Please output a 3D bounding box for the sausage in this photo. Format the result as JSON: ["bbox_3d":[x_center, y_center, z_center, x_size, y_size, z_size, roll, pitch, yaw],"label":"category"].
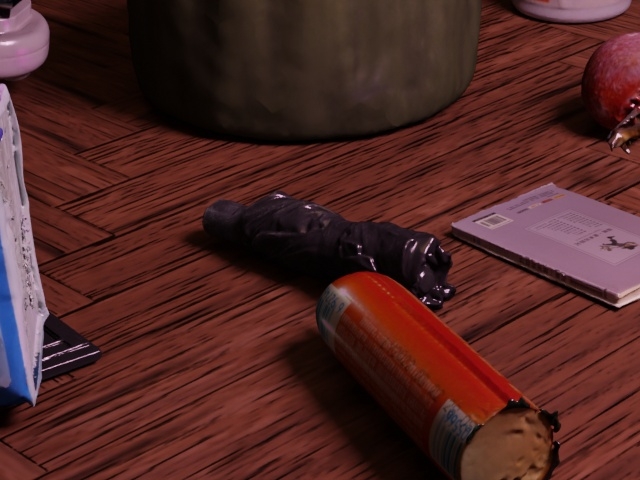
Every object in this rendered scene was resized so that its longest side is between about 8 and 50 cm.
[{"bbox_3d":[0.063,0.082,1.120,0.083,0.083,0.264,-11,26,-20],"label":"sausage"}]

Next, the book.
[{"bbox_3d":[0.210,0.000,1.354,0.127,0.014,0.181,-22,32,-36],"label":"book"}]

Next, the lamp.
[{"bbox_3d":[-0.388,-0.193,1.682,0.246,0.108,0.179,6,31,11],"label":"lamp"}]

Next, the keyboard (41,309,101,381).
[{"bbox_3d":[-0.241,0.056,1.263,0.061,0.013,0.204,-19,30,-33],"label":"keyboard"}]

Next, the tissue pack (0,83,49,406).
[{"bbox_3d":[-0.328,0.014,1.127,0.263,0.198,0.146,-6,25,-2],"label":"tissue pack"}]

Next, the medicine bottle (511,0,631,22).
[{"bbox_3d":[0.282,-0.377,1.865,0.144,0.252,0.144,0,25,0],"label":"medicine bottle"}]

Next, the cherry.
[{"bbox_3d":[0.294,-0.127,1.528,0.107,0.090,0.225,2,26,1],"label":"cherry"}]

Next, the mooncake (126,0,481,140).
[{"bbox_3d":[-0.016,-0.244,1.673,0.356,0.194,0.356,-1,27,0],"label":"mooncake"}]

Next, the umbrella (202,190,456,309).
[{"bbox_3d":[0.000,0.000,1.309,0.235,0.066,0.059,18,37,39],"label":"umbrella"}]
